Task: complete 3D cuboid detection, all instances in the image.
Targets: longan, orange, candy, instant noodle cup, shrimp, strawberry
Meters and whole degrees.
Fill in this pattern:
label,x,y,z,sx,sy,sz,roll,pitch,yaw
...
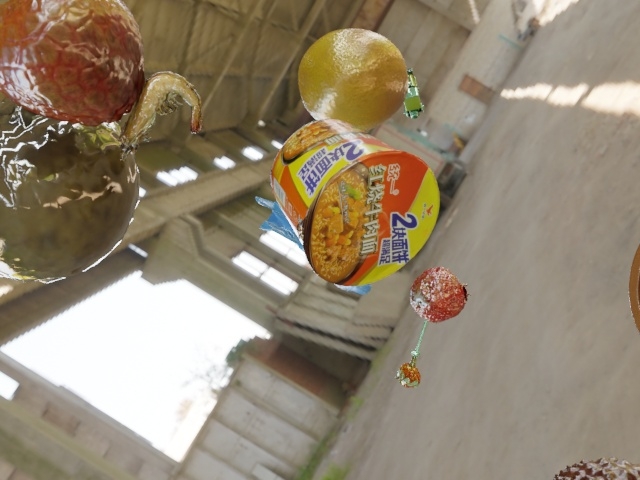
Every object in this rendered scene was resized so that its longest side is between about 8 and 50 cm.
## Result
label,x,y,z,sx,sy,sz,roll,pitch,yaw
longan,-0.554,-0.107,1.684,0.391,0.391,0.391,-59,-3,-4
orange,0.068,-0.338,1.814,0.236,0.236,0.236,-59,-3,-4
candy,0.206,0.239,1.837,0.049,0.056,0.184,-23,-47,-50
instant noodle cup,0.034,-0.067,1.210,0.213,0.213,0.174,-59,39,15
shrimp,-0.272,-0.201,1.483,0.178,0.124,0.034,-67,18,-5
strawberry,0.197,0.092,1.479,0.106,0.106,0.106,-59,-3,-4

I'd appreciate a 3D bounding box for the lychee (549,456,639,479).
label,x,y,z,sx,sy,sz,roll,pitch,yaw
lychee,0.441,0.477,1.322,0.276,0.304,0.275,-4,-90,-89

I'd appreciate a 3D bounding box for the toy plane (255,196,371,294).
label,x,y,z,sx,sy,sz,roll,pitch,yaw
toy plane,0.000,0.000,1.620,0.105,0.271,0.254,-60,-23,14

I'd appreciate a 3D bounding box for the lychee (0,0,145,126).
label,x,y,z,sx,sy,sz,roll,pitch,yaw
lychee,-0.426,-0.322,1.402,0.255,0.300,0.255,-42,-2,-2

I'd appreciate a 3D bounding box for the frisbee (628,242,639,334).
label,x,y,z,sx,sy,sz,roll,pitch,yaw
frisbee,0.492,0.060,1.020,0.021,0.251,0.250,4,-56,-47

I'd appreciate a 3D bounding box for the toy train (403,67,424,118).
label,x,y,z,sx,sy,sz,roll,pitch,yaw
toy train,0.207,-0.341,1.992,0.081,0.050,0.122,63,-165,-53
